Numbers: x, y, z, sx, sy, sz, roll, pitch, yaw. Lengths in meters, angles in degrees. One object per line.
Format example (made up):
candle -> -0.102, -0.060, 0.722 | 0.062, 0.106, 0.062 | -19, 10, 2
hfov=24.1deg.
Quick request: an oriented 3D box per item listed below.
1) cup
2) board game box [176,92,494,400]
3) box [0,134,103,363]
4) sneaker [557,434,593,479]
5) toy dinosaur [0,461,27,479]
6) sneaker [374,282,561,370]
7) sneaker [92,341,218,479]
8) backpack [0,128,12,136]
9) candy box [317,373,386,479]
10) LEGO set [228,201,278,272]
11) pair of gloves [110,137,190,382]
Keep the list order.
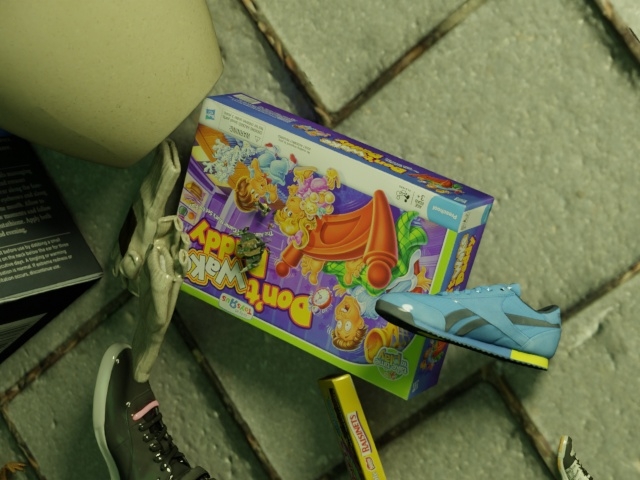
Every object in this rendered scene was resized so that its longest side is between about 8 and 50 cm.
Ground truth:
cup -> -0.250, -0.221, 1.697 | 0.331, 0.331, 0.237 | -37, 106, 30
board game box -> 0.000, 0.000, 1.696 | 0.347, 0.078, 0.233 | 24, 110, 25
box -> -0.522, -0.028, 1.925 | 0.293, 0.212, 0.395 | -39, 78, 31
sneaker -> 0.275, 0.249, 1.610 | 0.037, 0.032, 0.083 | -3, 102, 17
toy dinosaur -> -0.450, 0.353, 2.036 | 0.211, 0.064, 0.112 | 20, 110, 27
sneaker -> 0.157, 0.074, 1.572 | 0.069, 0.209, 0.082 | -176, 101, -72
sneaker -> -0.189, 0.268, 1.848 | 0.147, 0.104, 0.295 | 1, 105, 29
backpack -> -0.380, -0.196, 1.876 | 0.120, 0.101, 0.098 | -37, 86, 27
candy box -> 0.047, 0.252, 1.706 | 0.027, 0.105, 0.206 | -19, 88, -9
LEGO set -> -0.071, -0.002, 1.682 | 0.054, 0.023, 0.083 | 43, 104, 15
pair of gloves -> -0.204, 0.021, 1.758 | 0.240, 0.042, 0.204 | -103, 29, -45
